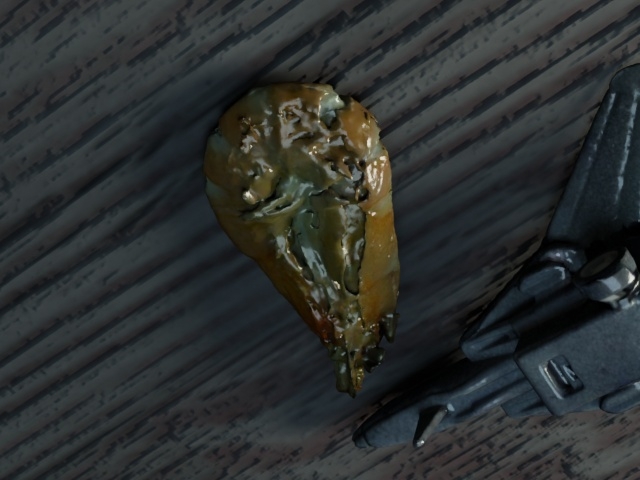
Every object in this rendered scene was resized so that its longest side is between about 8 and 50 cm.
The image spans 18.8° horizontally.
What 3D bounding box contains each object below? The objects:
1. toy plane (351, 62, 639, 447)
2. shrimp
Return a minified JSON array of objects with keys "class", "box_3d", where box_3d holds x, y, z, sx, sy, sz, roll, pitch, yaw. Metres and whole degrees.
[{"class":"toy plane","box_3d":[0.117,0.054,0.955,0.267,0.088,0.212,-30,102,22]},{"class":"shrimp","box_3d":[0.000,0.000,0.938,0.091,0.043,0.184,-10,123,14]}]
